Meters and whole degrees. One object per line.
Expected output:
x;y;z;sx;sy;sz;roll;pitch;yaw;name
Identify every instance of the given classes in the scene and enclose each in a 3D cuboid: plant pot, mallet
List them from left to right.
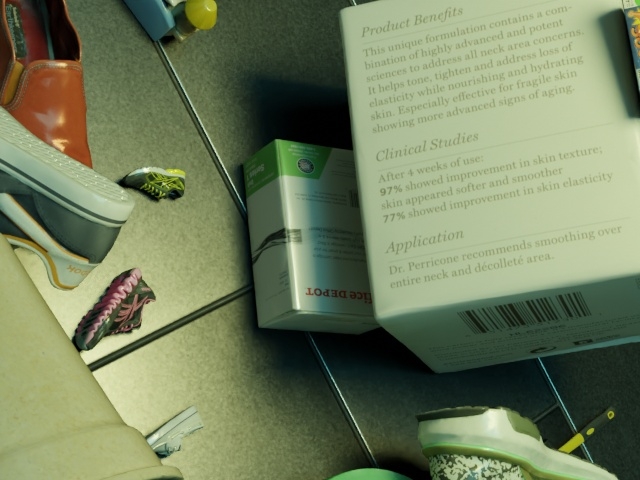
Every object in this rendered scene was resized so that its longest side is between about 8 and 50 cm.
-0.342;0.161;1.291;0.334;0.334;0.305;-16;71;-39;plant pot
0.353;0.280;1.899;0.190;0.039;0.062;-17;81;-43;mallet

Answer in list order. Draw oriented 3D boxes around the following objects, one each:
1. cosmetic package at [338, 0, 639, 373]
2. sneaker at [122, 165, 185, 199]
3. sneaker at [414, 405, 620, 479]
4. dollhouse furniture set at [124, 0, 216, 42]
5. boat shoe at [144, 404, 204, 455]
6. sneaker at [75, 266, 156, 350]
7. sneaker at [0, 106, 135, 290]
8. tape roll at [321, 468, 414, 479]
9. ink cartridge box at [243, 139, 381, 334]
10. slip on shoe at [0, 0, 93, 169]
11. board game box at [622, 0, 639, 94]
0.237;-0.080;1.689;0.327;0.330;0.393;42;41;-66;cosmetic package
-0.192;-0.066;1.642;0.083;0.031;0.035;-2;74;-36;sneaker
0.235;0.337;1.686;0.410;0.158;0.182;34;61;-43;sneaker
-0.137;-0.441;1.722;0.286;0.198;0.303;-39;97;-39;dollhouse furniture set
-0.167;0.220;1.547;0.100;0.035;0.035;-33;90;-46;boat shoe
-0.224;0.085;1.557;0.057;0.047;0.119;53;52;-22;sneaker
-0.351;-0.067;1.450;0.321;0.127;0.126;34;14;18;sneaker
0.059;0.424;1.584;0.321;0.077;0.321;19;57;-33;tape roll
0.000;0.000;1.714;0.160;0.093;0.219;7;69;-33;ink cartridge box
-0.311;-0.162;1.550;0.123;0.101;0.331;-3;76;-38;slip on shoe
0.376;-0.190;1.576;0.201;0.035;0.136;26;55;-71;board game box
